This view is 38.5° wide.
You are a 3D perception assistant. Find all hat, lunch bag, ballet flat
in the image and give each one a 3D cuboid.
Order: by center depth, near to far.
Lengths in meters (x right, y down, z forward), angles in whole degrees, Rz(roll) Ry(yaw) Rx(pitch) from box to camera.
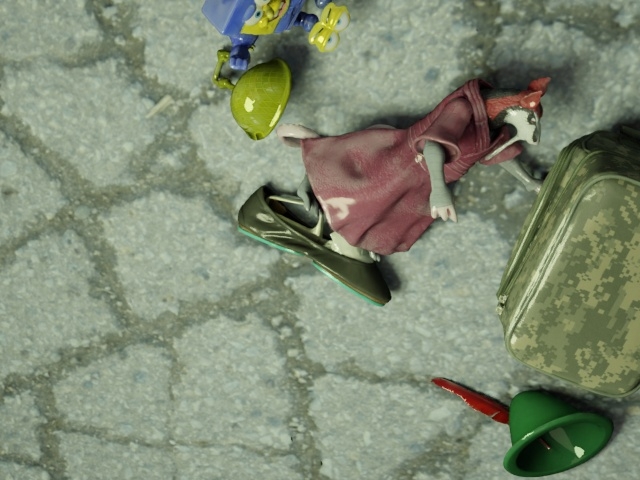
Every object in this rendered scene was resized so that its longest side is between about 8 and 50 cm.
[{"bbox_3d":[0.368,0.020,1.222,0.213,0.256,0.305,21,114,-1],"label":"lunch bag"},{"bbox_3d":[0.000,0.000,1.434,0.280,0.095,0.096,28,104,7],"label":"ballet flat"},{"bbox_3d":[0.331,0.253,1.452,0.209,0.183,0.173,11,130,-31],"label":"hat"}]

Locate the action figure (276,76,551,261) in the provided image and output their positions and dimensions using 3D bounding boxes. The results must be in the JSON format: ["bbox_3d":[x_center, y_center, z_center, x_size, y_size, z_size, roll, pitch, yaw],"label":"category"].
[{"bbox_3d":[0.165,-0.131,1.302,0.370,0.248,0.275,-37,68,28],"label":"action figure"}]

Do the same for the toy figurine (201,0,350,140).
[{"bbox_3d":[-0.106,-0.321,1.244,0.191,0.217,0.362,48,120,26],"label":"toy figurine"}]
